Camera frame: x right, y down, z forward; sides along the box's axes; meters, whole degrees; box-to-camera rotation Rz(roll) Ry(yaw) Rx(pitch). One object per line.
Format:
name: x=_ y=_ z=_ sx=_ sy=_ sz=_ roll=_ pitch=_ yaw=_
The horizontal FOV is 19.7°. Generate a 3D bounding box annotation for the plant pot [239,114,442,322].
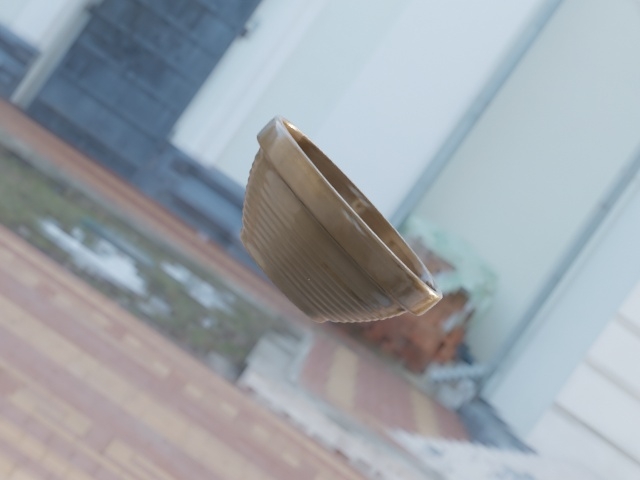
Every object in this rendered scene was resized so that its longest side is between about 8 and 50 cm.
plant pot: x=0.000 y=0.000 z=1.780 sx=0.237 sy=0.110 sz=0.237 roll=47 pitch=7 yaw=-8
